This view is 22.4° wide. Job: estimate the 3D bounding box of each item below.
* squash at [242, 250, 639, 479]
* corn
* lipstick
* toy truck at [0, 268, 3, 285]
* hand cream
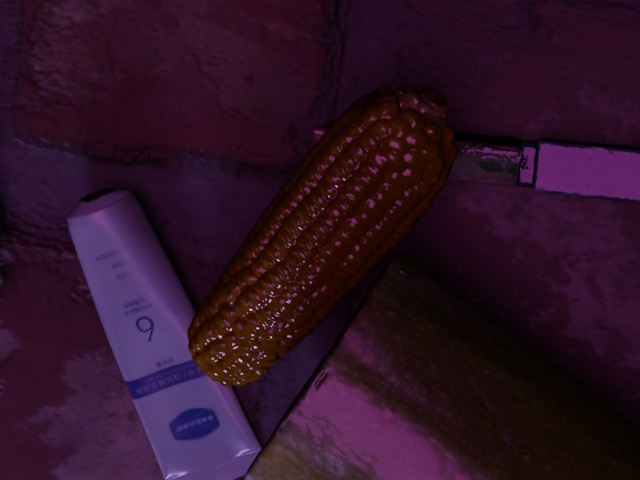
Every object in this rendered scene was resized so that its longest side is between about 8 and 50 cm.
[{"bbox_3d":[0.150,0.224,1.448,0.384,0.263,0.263,35,103,3],"label":"squash"},{"bbox_3d":[0.000,0.000,1.488,0.120,0.120,0.363,40,119,2],"label":"corn"},{"bbox_3d":[0.148,-0.076,1.507,0.312,0.051,0.051,6,101,12],"label":"lipstick"},{"bbox_3d":[-0.372,0.011,1.601,0.116,0.085,0.191,12,99,4],"label":"toy truck"},{"bbox_3d":[-0.159,0.098,1.599,0.109,0.067,0.321,-20,102,12],"label":"hand cream"}]
